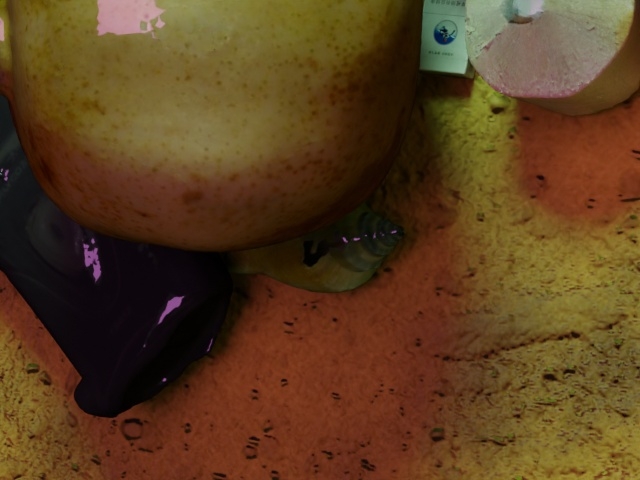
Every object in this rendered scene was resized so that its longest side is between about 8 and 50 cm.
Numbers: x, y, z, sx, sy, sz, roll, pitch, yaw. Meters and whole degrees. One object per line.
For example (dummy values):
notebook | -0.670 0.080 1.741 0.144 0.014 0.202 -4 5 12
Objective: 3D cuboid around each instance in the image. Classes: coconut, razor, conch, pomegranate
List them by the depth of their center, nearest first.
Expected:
coconut | 0.193 -0.178 1.177 0.147 0.152 0.147 -4 81 28
pomegranate | -0.106 -0.181 1.181 0.416 0.416 0.417 -3 84 27
conch | -0.001 0.000 1.312 0.200 0.079 0.095 11 72 36
razor | -0.228 -0.006 1.402 0.204 0.113 0.349 -47 66 18

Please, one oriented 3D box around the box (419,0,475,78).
box | 0.117 -0.189 1.291 0.054 0.024 0.083 10 89 26
